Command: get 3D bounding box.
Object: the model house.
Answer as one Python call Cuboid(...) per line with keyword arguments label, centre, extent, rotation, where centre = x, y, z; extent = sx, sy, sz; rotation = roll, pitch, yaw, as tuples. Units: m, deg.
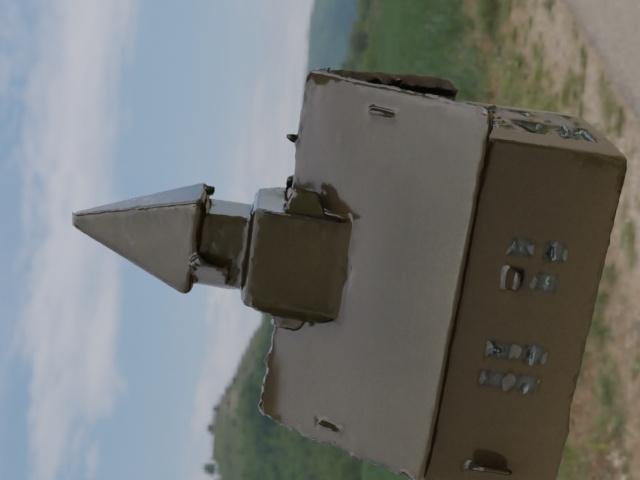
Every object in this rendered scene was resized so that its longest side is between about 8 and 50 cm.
Cuboid(label="model house", centre=(0.000, 0.000, 0.574), extent=(0.176, 0.248, 0.181), rotation=(-101, 21, -75))
